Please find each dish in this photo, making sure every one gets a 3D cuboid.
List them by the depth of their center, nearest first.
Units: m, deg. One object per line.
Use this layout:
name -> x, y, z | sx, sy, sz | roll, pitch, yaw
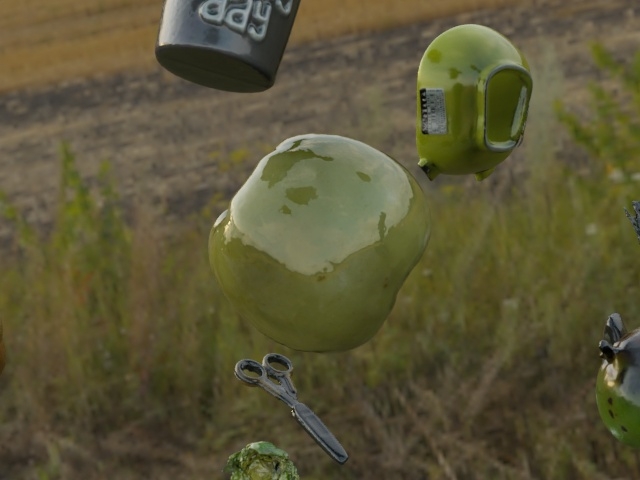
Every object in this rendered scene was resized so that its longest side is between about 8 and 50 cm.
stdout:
dish -> 0.267, -0.217, 2.411 | 0.221, 0.262, 0.108 | 1, 11, -39

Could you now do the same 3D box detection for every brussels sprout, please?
brussels sprout -> -0.057, 0.260, 1.644 | 0.085, 0.085, 0.058 | -1, 7, 33

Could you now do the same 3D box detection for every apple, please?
apple -> 0.000, 0.000, 1.780 | 0.262, 0.262, 0.262 | -12, 19, 4

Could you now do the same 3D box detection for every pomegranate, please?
pomegranate -> 0.429, 0.179, 1.738 | 0.220, 0.156, 0.156 | 13, 25, 11

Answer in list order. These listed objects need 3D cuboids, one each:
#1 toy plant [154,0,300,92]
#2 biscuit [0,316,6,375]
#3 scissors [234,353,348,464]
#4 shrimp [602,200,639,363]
toy plant -> -0.071, -0.384, 1.752 | 0.279, 0.400, 0.185 | 7, -12, 28
biscuit -> -0.596, 0.127, 2.161 | 0.326, 0.325, 0.107 | -5, 24, 25
scissors -> -0.029, 0.224, 1.958 | 0.088, 0.017, 0.220 | -9, 39, -37
shrimp -> 0.542, 0.154, 2.297 | 0.272, 0.445, 0.085 | -20, -1, 36
